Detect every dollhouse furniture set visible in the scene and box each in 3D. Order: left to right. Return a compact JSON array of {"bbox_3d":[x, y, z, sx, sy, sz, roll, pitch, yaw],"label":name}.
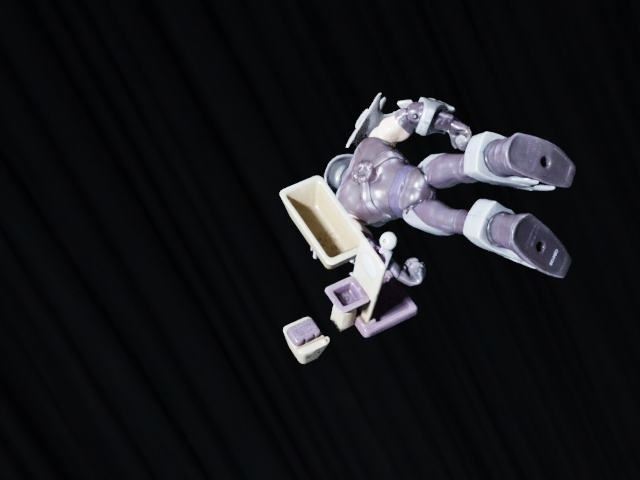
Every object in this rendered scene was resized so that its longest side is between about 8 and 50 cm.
[{"bbox_3d":[0.000,0.000,1.062,0.091,0.081,0.114,-24,62,-22],"label":"dollhouse furniture set"}]

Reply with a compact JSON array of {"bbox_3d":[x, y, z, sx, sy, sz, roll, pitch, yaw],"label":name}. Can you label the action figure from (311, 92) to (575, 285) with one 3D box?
[{"bbox_3d":[0.095,-0.039,1.501,0.285,0.099,0.185,10,85,51],"label":"action figure"}]
